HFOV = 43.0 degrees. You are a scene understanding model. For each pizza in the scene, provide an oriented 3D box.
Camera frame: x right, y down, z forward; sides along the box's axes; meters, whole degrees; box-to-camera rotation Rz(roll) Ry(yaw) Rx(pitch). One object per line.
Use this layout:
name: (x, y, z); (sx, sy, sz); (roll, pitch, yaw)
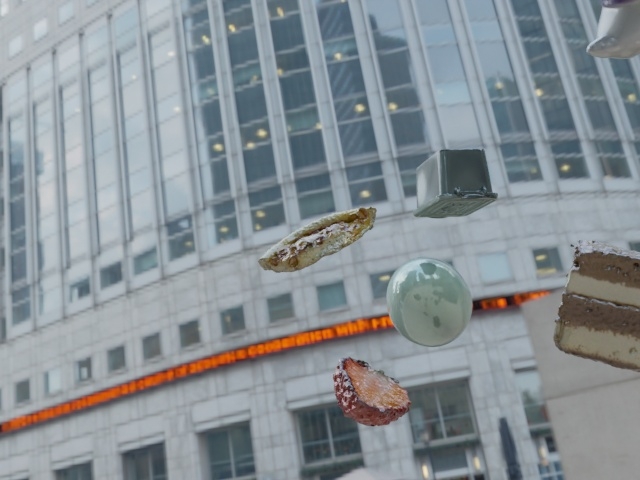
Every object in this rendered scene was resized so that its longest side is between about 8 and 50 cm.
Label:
pizza: (-0.004, -0.001, 1.719); (0.271, 0.134, 0.056); (-20, -67, 8)

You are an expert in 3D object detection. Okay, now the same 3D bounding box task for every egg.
egg: (0.292, 0.164, 2.205); (0.230, 0.229, 0.371); (-14, -26, 11)

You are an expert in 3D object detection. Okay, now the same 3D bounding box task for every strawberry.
strawberry: (0.091, 0.354, 1.767); (0.111, 0.190, 0.236); (-58, -5, 12)

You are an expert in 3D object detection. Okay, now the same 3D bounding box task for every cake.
cake: (0.750, 0.160, 2.038); (0.282, 0.290, 0.256); (12, 7, 26)

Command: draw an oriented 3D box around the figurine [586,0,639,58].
figurine: (0.402, -0.372, 1.150); (0.421, 0.193, 0.154); (38, -4, -24)

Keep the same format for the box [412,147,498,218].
box: (0.334, -0.144, 2.068); (0.163, 0.134, 0.243); (-2, -9, -12)
